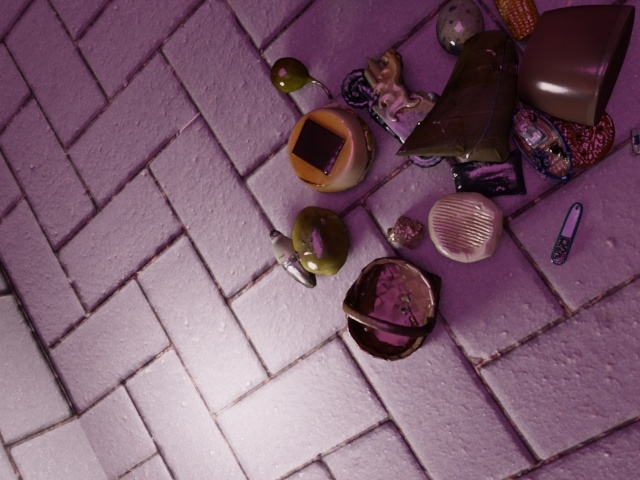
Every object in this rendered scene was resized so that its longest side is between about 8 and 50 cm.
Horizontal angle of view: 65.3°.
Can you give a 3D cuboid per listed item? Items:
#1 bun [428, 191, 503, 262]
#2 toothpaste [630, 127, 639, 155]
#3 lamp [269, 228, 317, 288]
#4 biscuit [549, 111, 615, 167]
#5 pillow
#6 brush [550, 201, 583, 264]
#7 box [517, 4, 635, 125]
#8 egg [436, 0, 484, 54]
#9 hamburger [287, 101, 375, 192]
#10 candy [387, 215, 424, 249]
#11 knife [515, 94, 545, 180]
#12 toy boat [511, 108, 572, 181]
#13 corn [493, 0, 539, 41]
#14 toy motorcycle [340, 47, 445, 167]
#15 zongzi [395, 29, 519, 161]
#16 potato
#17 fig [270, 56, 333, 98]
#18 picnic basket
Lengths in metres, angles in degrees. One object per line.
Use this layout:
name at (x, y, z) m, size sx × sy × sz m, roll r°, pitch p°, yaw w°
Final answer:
bun at (0.443, -0.038, 1.525) m, size 0.231 × 0.133 × 0.231 m, roll -3°, pitch 84°, yaw 24°
toothpaste at (0.986, -0.283, 1.334) m, size 0.268 × 0.047 × 0.069 m, roll -5°, pitch 110°, yaw 25°
lamp at (-0.097, 0.066, 1.772) m, size 0.101 × 0.101 × 0.250 m, roll -39°, pitch 83°, yaw 20°
biscuit at (0.744, -0.305, 1.443) m, size 0.187 × 0.027 × 0.188 m, roll 1°, pitch 93°, yaw 23°
pillow at (0.513, -0.191, 1.530) m, size 0.208 × 0.055 × 0.141 m, roll -9°, pitch 96°, yaw 23°
brush at (0.724, -0.018, 1.463) m, size 0.043 × 0.032 × 0.194 m, roll 20°, pitch 101°, yaw 21°
box at (0.675, -0.476, 1.336) m, size 0.216 × 0.301 × 0.301 m, roll 24°, pitch 101°, yaw 29°
egg at (0.419, -0.647, 1.503) m, size 0.141 × 0.141 × 0.182 m, roll -7°, pitch 71°, yaw 23°
hamburger at (0.035, -0.301, 1.664) m, size 0.302 × 0.170 × 0.302 m, roll 2°, pitch 95°, yaw 27°
candy at (0.278, -0.029, 1.628) m, size 0.110 × 0.085 × 0.095 m, roll 31°, pitch 112°, yaw 7°
knife at (0.622, -0.319, 1.500) m, size 0.047 × 0.017 × 0.298 m, roll -22°, pitch 87°, yaw 25°
toy boat at (0.625, -0.276, 1.423) m, size 0.114 × 0.115 × 0.262 m, roll -42°, pitch 75°, yaw 34°
corn at (0.554, -0.729, 1.461) m, size 0.115 × 0.115 × 0.318 m, roll -21°, pitch 87°, yaw 22°
toy motorcycle at (0.262, -0.423, 1.558) m, size 0.410 × 0.169 × 0.237 m, roll 43°, pitch 96°, yaw 10°
zongzi at (0.372, -0.397, 1.361) m, size 0.174 × 0.392 × 0.356 m, roll 20°, pitch 110°, yaw 57°
potato at (-0.002, 0.001, 1.700) m, size 0.197 × 0.148 × 0.229 m, roll 8°, pitch 87°, yaw 17°
fig at (-0.061, -0.553, 1.731) m, size 0.236 × 0.124 × 0.124 m, roll 22°, pitch 101°, yaw 5°
picnic basket at (0.205, 0.219, 1.539) m, size 0.293 × 0.337 × 0.337 m, roll 18°, pitch 99°, yaw 21°
